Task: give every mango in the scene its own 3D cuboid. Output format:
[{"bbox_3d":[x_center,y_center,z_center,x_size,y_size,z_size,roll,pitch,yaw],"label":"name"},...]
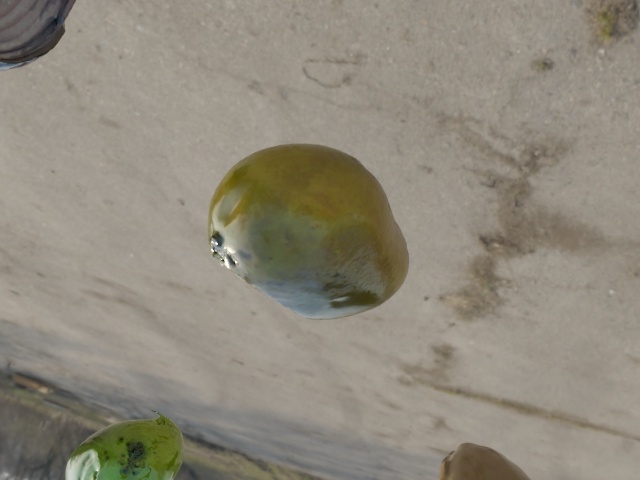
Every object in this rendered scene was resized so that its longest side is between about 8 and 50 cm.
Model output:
[{"bbox_3d":[0.000,0.000,0.716,0.262,0.167,0.130,41,-167,-51],"label":"mango"},{"bbox_3d":[-0.220,0.259,0.785,0.119,0.100,0.178,-3,152,-41],"label":"mango"}]

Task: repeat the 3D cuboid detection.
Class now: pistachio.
[{"bbox_3d":[0.260,0.410,1.017,0.213,0.260,0.163,40,119,-12],"label":"pistachio"}]

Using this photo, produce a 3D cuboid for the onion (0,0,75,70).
[{"bbox_3d":[-0.361,-0.349,0.720,0.159,0.349,0.267,16,161,38],"label":"onion"}]
